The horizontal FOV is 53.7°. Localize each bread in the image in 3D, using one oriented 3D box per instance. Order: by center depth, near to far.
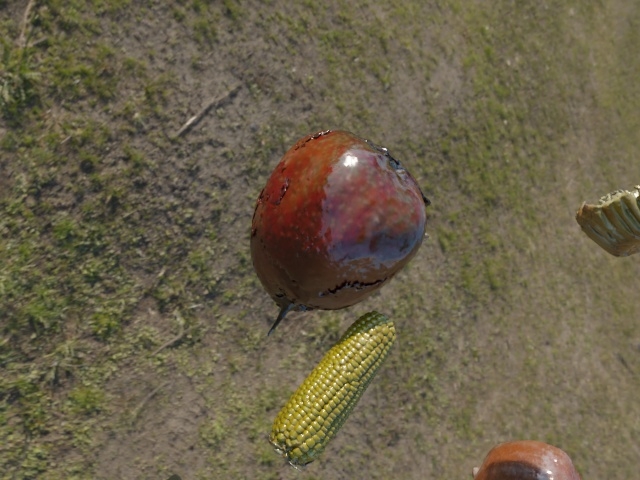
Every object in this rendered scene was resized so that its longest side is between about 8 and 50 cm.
[{"bbox_3d":[0.410,0.506,1.266,0.123,0.244,0.190,-34,110,-46],"label":"bread"},{"bbox_3d":[0.730,-0.056,1.432,0.274,0.274,0.149,5,67,-46],"label":"bread"}]

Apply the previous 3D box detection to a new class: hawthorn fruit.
[{"bbox_3d":[0.000,0.000,0.654,0.181,0.235,0.181,37,9,-7],"label":"hawthorn fruit"}]

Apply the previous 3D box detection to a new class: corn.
[{"bbox_3d":[0.027,0.258,1.120,0.106,0.106,0.305,44,78,-28],"label":"corn"}]

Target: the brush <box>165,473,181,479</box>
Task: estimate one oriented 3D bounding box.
[{"bbox_3d":[-0.266,0.379,0.834,0.194,0.063,0.016,-32,100,-13],"label":"brush"}]

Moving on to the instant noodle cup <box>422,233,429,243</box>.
[{"bbox_3d":[0.046,-0.045,1.203,0.243,0.243,0.231,-20,78,-48],"label":"instant noodle cup"}]
